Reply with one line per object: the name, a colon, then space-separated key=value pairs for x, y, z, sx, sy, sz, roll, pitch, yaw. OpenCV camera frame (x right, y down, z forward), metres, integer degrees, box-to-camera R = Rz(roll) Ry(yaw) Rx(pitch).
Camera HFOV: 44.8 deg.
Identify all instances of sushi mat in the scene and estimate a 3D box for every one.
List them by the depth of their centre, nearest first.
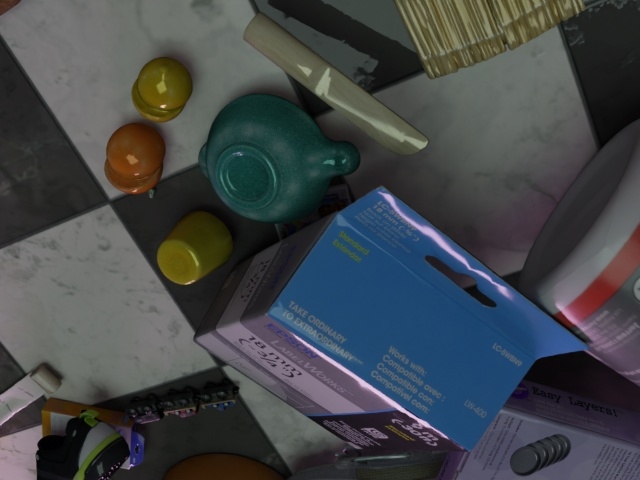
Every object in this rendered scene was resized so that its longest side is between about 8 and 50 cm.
sushi mat: x=0.098 y=-0.300 z=0.649 sx=0.151 sy=0.019 sz=0.317 roll=-21 pitch=116 yaw=19

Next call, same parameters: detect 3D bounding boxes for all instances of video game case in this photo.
video game case: x=0.000 y=0.000 z=0.846 sx=0.087 sy=0.011 sz=0.122 roll=-8 pitch=119 yaw=13

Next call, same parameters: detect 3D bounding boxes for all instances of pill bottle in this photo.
pill bottle: x=0.380 y=0.068 z=0.684 sx=0.363 sy=0.210 sz=0.210 roll=33 pitch=120 yaw=2

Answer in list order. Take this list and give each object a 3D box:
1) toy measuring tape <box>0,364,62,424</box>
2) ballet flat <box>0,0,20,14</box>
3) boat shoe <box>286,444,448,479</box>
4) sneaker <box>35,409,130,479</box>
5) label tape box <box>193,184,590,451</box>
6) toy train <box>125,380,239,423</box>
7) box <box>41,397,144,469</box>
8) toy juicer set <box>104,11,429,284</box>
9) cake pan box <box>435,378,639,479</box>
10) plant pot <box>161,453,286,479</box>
toy measuring tape: x=-0.473 y=0.274 z=1.014 sx=0.330 sy=0.121 sz=0.121 roll=-32 pitch=112 yaw=23
ballet flat: x=-0.359 y=-0.228 z=0.692 sx=0.342 sy=0.124 sz=0.116 roll=-25 pitch=115 yaw=20
boat shoe: x=0.102 y=0.312 z=0.976 sx=0.320 sy=0.103 sz=0.118 roll=-12 pitch=116 yaw=18
sneaker: x=-0.330 y=0.296 z=1.013 sx=0.097 sy=0.084 sz=0.235 roll=46 pitch=118 yaw=7
label tape box: x=0.042 y=0.100 z=0.749 sx=0.240 sy=0.106 sz=0.333 roll=36 pitch=154 yaw=-14
toy train: x=-0.173 y=0.208 z=0.984 sx=0.158 sy=0.027 sz=0.036 roll=-14 pitch=121 yaw=16
box: x=-0.299 y=0.259 z=1.032 sx=0.136 sy=0.028 sz=0.081 roll=10 pitch=122 yaw=-2
toy juicer set: x=-0.075 y=-0.106 z=0.756 sx=0.329 sy=0.089 sz=0.209 roll=-30 pitch=100 yaw=31
cake pan box: x=0.251 y=0.288 z=0.841 sx=0.245 sy=0.070 sz=0.267 roll=16 pitch=118 yaw=1
plant pot: x=-0.137 y=0.419 z=1.012 sx=0.205 sy=0.188 sz=0.205 roll=3 pitch=121 yaw=6
